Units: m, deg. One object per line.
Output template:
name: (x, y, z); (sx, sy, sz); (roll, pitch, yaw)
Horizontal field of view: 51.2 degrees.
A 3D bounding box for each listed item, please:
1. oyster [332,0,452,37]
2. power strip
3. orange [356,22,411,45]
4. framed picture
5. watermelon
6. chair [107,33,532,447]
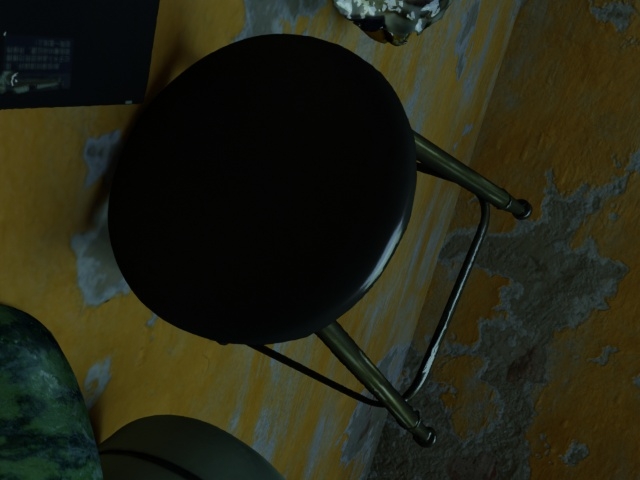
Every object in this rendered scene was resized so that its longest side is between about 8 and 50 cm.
oyster: (0.113, -0.362, 0.807); (0.351, 0.114, 0.238); (-9, 152, -21)
power strip: (-0.162, 0.377, 0.739); (0.161, 0.358, 0.357); (-34, 142, -61)
orange: (0.088, -0.365, 0.955); (0.160, 0.112, 0.169); (-7, 102, -50)
framed picture: (-0.192, -0.263, 0.492); (0.255, 0.014, 0.338); (-26, 134, -61)
watermelon: (-0.305, 0.185, 0.538); (0.213, 0.201, 0.261); (53, 20, -67)
chair: (0.000, 0.000, 0.783); (0.361, 0.365, 0.410); (-65, 156, -6)
